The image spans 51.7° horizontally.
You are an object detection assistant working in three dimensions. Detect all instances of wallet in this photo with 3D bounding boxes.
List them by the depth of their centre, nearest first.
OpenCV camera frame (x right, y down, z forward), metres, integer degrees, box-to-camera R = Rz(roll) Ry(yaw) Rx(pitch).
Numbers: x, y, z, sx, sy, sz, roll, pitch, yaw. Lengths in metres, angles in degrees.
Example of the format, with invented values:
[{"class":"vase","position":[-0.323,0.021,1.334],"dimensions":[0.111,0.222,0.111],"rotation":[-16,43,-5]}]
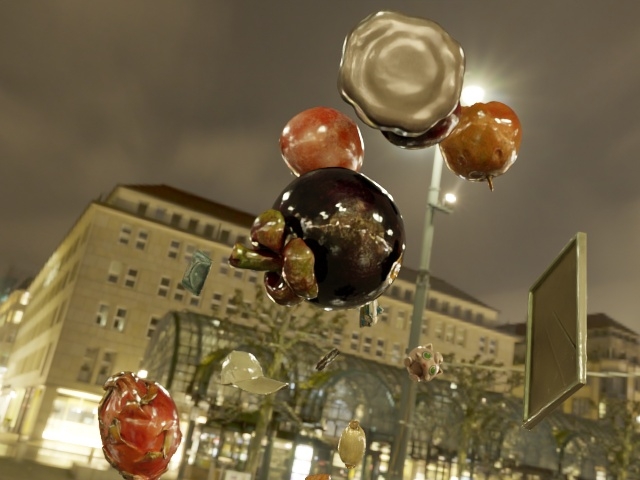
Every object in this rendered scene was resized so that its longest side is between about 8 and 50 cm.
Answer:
[{"class":"wallet","position":[-0.394,0.103,2.098],"dimensions":[0.088,0.129,0.026],"rotation":[31,13,31]}]

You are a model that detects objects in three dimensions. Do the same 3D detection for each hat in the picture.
[{"class":"hat","position":[-0.183,0.380,1.932],"dimensions":[0.173,0.144,0.166],"rotation":[-14,-13,18]}]

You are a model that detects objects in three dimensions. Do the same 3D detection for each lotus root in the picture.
[{"class":"lotus root","position":[0.082,0.542,1.731],"dimensions":[0.073,0.151,0.062],"rotation":[-9,24,-32]}]

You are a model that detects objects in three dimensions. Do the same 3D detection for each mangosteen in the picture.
[{"class":"mangosteen","position":[0.000,0.000,1.653],"dimensions":[0.435,0.382,0.382],"rotation":[-6,-4,-41]},{"class":"mangosteen","position":[0.255,-0.374,1.778],"dimensions":[0.235,0.236,0.261],"rotation":[5,-20,17]}]

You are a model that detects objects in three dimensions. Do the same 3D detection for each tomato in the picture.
[{"class":"tomato","position":[0.010,-0.279,2.002],"dimensions":[0.264,0.265,0.265],"rotation":[10,-19,3]}]

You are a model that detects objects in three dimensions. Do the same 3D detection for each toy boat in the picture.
[{"class":"toy boat","position":[0.154,0.189,2.118],"dimensions":[0.066,0.084,0.210],"rotation":[18,-51,35]}]

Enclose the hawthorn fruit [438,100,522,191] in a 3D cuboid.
[{"class":"hawthorn fruit","position":[0.536,-0.307,2.198],"dimensions":[0.276,0.298,0.277],"rotation":[-9,-2,0]}]

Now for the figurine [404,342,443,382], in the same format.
[{"class":"figurine","position":[0.367,0.438,2.344],"dimensions":[0.138,0.125,0.125],"rotation":[-15,-4,-31]}]

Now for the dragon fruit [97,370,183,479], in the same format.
[{"class":"dragon fruit","position":[-0.499,0.511,1.822],"dimensions":[0.250,0.315,0.250],"rotation":[-31,-5,-3]}]

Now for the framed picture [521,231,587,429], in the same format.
[{"class":"framed picture","position":[0.619,0.238,1.749],"dimensions":[0.028,0.446,0.326],"rotation":[15,-34,0]}]

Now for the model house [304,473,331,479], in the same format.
[{"class":"model house","position":[0.073,0.710,1.561],"dimensions":[0.329,0.252,0.295],"rotation":[44,-34,-2]}]

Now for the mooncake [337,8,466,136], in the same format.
[{"class":"mooncake","position":[0.188,-0.393,1.572],"dimensions":[0.305,0.306,0.154],"rotation":[11,2,-2]}]

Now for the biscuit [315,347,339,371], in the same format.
[{"class":"biscuit","position":[0.022,0.371,2.050],"dimensions":[0.027,0.089,0.087],"rotation":[48,11,11]}]
